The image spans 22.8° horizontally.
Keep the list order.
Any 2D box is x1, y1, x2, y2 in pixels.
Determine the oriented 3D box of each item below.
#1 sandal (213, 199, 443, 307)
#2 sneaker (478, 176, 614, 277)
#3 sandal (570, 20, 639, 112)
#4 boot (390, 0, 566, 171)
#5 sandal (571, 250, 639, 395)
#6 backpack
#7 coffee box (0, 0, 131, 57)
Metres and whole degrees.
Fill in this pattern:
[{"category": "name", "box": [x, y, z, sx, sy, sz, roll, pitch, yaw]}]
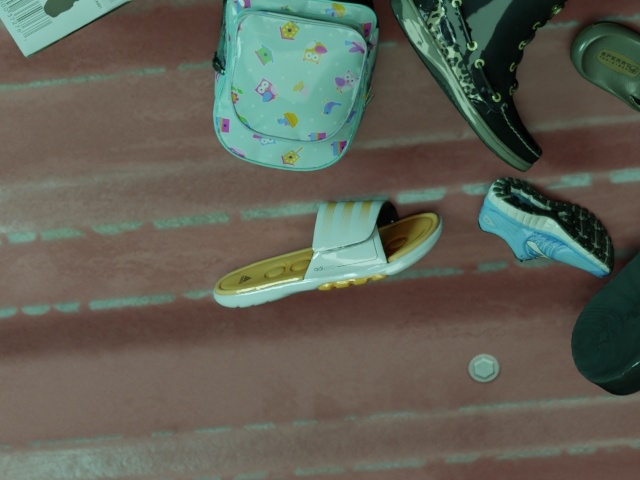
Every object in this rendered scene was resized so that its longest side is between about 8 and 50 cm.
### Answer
[{"category": "sandal", "box": [-0.002, 0.005, 1.696, 0.265, 0.102, 0.076, -16, 114, 13]}, {"category": "sneaker", "box": [0.243, -0.005, 1.707, 0.162, 0.063, 0.073, 29, 131, -5]}, {"category": "sandal", "box": [0.360, -0.160, 1.618, 0.219, 0.060, 0.090, 23, 114, -12]}, {"category": "boot", "box": [0.203, -0.199, 1.604, 0.179, 0.085, 0.236, -35, 111, 12]}, {"category": "sandal", "box": [0.406, -0.024, 1.585, 0.107, 0.167, 0.445, 33, 107, -28]}, {"category": "backpack", "box": [-0.028, -0.163, 1.605, 0.166, 0.144, 0.188, 8, 117, -5]}, {"category": "coffee box", "box": [-0.175, -0.314, 1.535, 0.297, 0.168, 0.118, -27, 109, 14]}]
